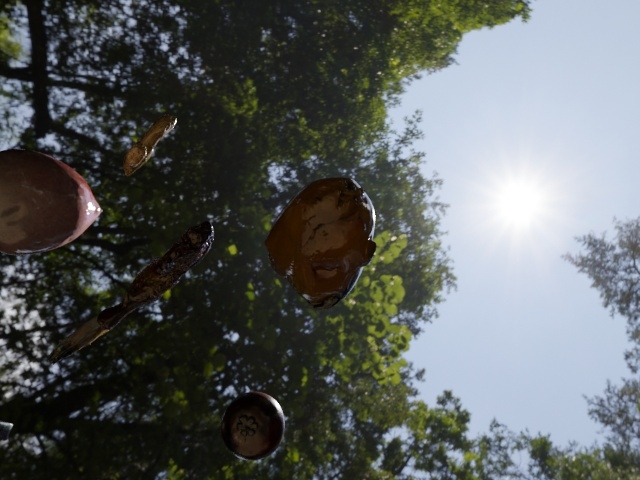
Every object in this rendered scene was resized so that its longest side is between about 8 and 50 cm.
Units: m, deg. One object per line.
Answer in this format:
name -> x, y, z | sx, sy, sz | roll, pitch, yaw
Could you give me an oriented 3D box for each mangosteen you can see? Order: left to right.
mangosteen -> -0.083, 0.227, 0.635 | 0.081, 0.081, 0.081 | 11, -68, 31

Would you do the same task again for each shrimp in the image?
shrimp -> -0.737, 0.301, 1.660 | 0.062, 0.317, 0.164 | 46, -51, 2

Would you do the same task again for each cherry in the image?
cherry -> -0.620, -0.087, 1.128 | 0.239, 0.239, 0.206 | 39, -23, 18

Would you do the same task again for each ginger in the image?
ginger -> -0.501, -0.282, 1.504 | 0.059, 0.214, 0.133 | 40, -13, -14

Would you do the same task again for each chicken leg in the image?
chicken leg -> -0.364, 0.078, 1.181 | 0.322, 0.177, 0.083 | -42, -83, 7

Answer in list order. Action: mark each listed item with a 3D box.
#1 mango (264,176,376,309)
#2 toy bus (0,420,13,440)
mango -> 0.000, 0.000, 0.991 | 0.287, 0.201, 0.153 | 121, -31, -41
toy bus -> -0.489, 0.226, 0.532 | 0.287, 0.138, 0.175 | 5, -112, 23
